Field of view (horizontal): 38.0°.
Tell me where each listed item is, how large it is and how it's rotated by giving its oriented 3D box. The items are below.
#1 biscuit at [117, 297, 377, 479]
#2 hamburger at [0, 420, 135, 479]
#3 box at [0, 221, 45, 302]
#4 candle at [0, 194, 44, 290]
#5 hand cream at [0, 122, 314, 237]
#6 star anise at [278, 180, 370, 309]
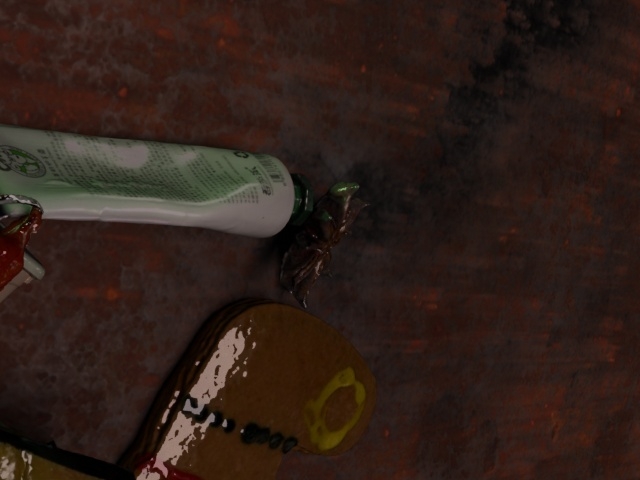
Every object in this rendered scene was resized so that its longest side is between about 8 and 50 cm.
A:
[{"bbox_3d":[-0.060,0.205,0.940,0.262,0.052,0.277,44,72,-40],"label":"biscuit"},{"bbox_3d":[-0.287,0.194,0.650,0.288,0.168,0.192,36,78,-42],"label":"hamburger"},{"bbox_3d":[-0.268,-0.003,0.669,0.062,0.089,0.122,-47,129,-8],"label":"box"},{"bbox_3d":[-0.232,0.030,0.583,0.048,0.053,0.162,37,56,-2],"label":"candle"},{"bbox_3d":[-0.139,-0.047,0.760,0.336,0.121,0.076,4,125,-46],"label":"hand cream"},{"bbox_3d":[0.000,-0.001,0.920,0.141,0.042,0.141,-52,163,-23],"label":"star anise"}]
